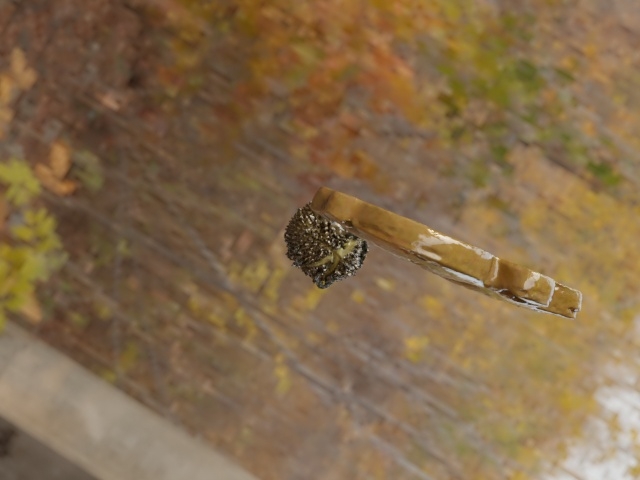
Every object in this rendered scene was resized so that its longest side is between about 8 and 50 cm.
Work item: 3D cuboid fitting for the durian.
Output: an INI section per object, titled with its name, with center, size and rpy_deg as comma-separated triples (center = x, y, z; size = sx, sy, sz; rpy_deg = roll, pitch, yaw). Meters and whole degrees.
[durian]
center = 0.000, 0.000, 1.509
size = 0.080, 0.091, 0.080
rpy_deg = -25, 130, -34

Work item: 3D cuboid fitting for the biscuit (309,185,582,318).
[biscuit]
center = 0.082, 0.012, 1.040
size = 0.184, 0.133, 0.027
rpy_deg = 21, 92, -54
